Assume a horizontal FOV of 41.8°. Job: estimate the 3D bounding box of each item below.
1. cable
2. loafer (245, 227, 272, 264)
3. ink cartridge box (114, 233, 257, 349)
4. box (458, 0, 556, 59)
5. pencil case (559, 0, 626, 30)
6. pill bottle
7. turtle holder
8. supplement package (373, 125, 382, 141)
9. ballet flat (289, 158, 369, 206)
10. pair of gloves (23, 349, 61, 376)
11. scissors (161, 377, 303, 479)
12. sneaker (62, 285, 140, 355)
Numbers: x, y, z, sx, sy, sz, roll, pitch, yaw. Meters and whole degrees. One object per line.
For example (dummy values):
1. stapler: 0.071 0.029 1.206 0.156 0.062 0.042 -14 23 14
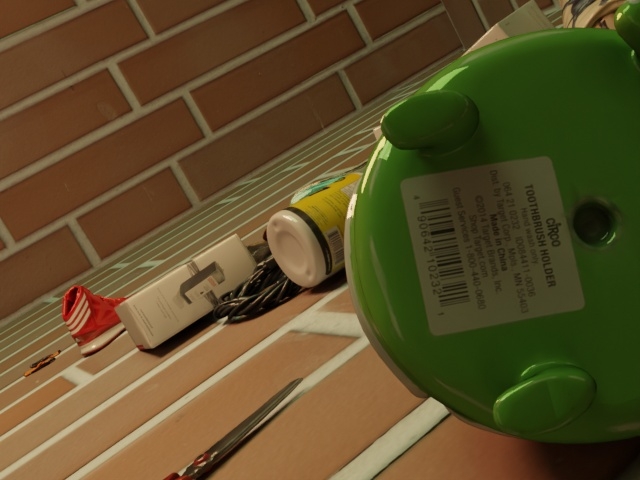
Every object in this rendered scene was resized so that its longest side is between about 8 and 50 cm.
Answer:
1. cable: -0.083 0.074 1.293 0.184 0.047 0.150 -33 19 -5
2. loafer: -0.081 0.002 1.551 0.062 0.061 0.170 -18 14 48
3. ink cartridge box: -0.223 0.087 1.404 0.218 0.092 0.158 -31 4 -22
4. box: 0.345 -0.282 1.408 0.119 0.181 0.182 -40 0 42
5. pencil case: 0.473 -0.346 1.333 0.160 0.183 0.410 -40 14 29
6. pill bottle: 0.036 -0.028 1.222 0.208 0.119 0.119 -30 10 -31
7. turtle holder: 0.167 -0.016 0.537 0.320 0.243 0.227 -40 -5 -9
8. supplement package: 0.193 -0.177 1.479 0.105 0.105 0.179 -22 1 36
9. ballet flat: 0.102 -0.087 1.379 0.316 0.108 0.106 -14 -18 20
10. pair of gloves: -0.601 0.263 1.807 0.074 0.010 0.083 -29 10 -1
11. scissors: -0.116 0.218 0.763 0.297 0.021 0.109 -32 8 -20
12. sneaker: -0.433 0.125 1.697 0.087 0.128 0.221 -22 14 28
